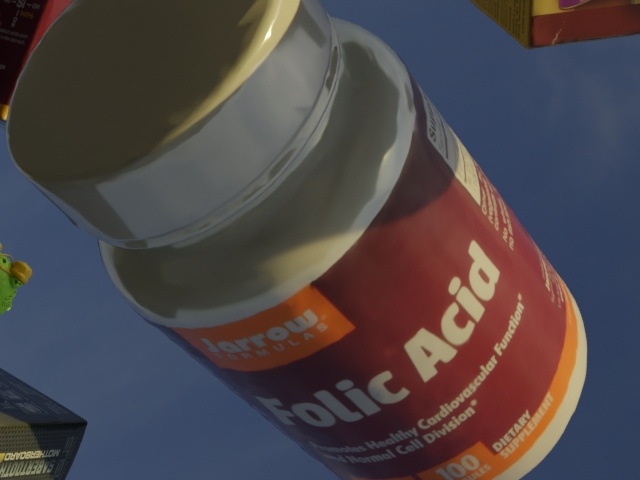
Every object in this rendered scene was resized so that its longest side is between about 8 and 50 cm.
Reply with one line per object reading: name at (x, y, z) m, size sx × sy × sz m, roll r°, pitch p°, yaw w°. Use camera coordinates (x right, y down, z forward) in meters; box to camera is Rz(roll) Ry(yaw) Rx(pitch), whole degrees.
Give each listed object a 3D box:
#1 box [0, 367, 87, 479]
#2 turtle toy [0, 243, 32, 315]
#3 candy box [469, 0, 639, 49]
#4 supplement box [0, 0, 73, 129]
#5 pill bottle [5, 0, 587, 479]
box at (-0.283, 0.082, 0.752) m, size 0.232 × 0.183 × 0.059 m, roll 25°, pitch -87°, yaw 23°
turtle toy at (-0.380, 0.037, 1.358) m, size 0.066 × 0.130 × 0.095 m, roll 15°, pitch -115°, yaw 46°
candy box at (0.124, -0.156, 0.658) m, size 0.109 × 0.053 × 0.187 m, roll -8°, pitch -151°, yaw -10°
supplement box at (-0.186, -0.165, 0.920) m, size 0.080 × 0.104 × 0.188 m, roll 17°, pitch -94°, yaw 36°
pill bottle at (0.000, 0.000, 0.815) m, size 0.224 × 0.392 × 0.224 m, roll -21°, pitch -134°, yaw 24°
